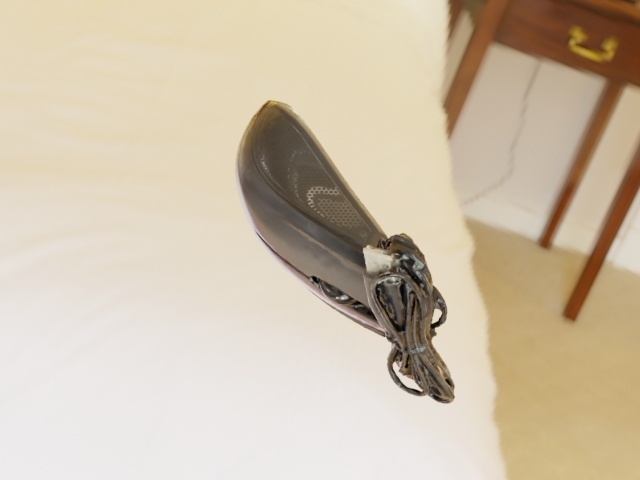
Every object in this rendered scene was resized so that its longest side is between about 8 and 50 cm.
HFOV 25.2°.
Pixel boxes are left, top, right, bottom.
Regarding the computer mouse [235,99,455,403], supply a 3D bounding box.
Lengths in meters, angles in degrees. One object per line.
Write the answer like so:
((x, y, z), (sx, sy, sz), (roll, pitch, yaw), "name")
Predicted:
((0.000, 0.000, 1.080), (0.072, 0.188, 0.272), (-29, 52, -9), "computer mouse")
